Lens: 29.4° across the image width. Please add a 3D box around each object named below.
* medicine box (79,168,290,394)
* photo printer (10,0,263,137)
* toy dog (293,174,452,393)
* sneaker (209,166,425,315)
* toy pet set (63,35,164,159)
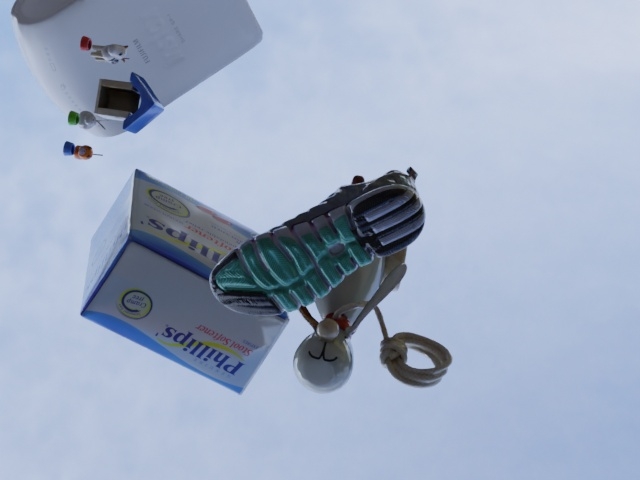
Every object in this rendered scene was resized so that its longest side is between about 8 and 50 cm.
[{"bbox_3d":[-0.201,0.055,1.816,0.263,0.149,0.289,28,-164,-17],"label":"medicine box"},{"bbox_3d":[-0.255,-0.296,1.673,0.307,0.256,0.107,-34,-130,-6],"label":"photo printer"},{"bbox_3d":[0.035,0.037,1.546,0.220,0.161,0.334,-4,-148,-13],"label":"toy dog"},{"bbox_3d":[0.000,0.000,1.180,0.223,0.083,0.098,-22,-159,15],"label":"sneaker"},{"bbox_3d":[-0.208,-0.138,1.257,0.065,0.122,0.114,9,179,8],"label":"toy pet set"}]
